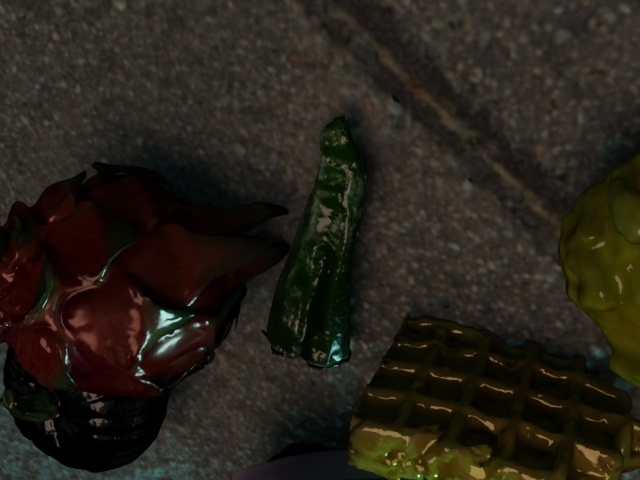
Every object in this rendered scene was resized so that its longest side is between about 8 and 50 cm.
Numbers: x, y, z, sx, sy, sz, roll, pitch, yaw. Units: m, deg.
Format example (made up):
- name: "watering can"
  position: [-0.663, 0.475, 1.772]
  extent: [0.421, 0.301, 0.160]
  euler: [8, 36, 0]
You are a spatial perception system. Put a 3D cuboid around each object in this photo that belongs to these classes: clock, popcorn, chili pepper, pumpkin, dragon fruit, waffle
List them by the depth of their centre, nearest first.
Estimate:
- name: "popcorn"
  position: [0.259, 0.015, 0.490]
  extent: [0.197, 0.155, 0.198]
  euler: [7, 103, 35]
- name: "waffle"
  position: [0.143, 0.137, 0.597]
  extent: [0.210, 0.160, 0.055]
  euler: [13, 120, 20]
- name: "dragon fruit"
  position: [-0.157, 0.034, 0.654]
  extent: [0.192, 0.273, 0.193]
  euler: [19, 107, 60]
- name: "chili pepper"
  position: [0.000, 0.000, 0.655]
  extent: [0.088, 0.059, 0.227]
  euler: [20, 121, 20]
- name: "clock"
  position: [-0.015, 0.247, 0.766]
  extent: [0.172, 0.064, 0.198]
  euler: [22, 131, -28]
- name: "pumpkin"
  position: [-0.240, 0.146, 0.797]
  extent: [0.194, 0.150, 0.194]
  euler: [21, 145, 16]

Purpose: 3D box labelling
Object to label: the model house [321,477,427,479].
- name: "model house"
  position: [0.083, 0.358, 0.741]
  extent: [0.357, 0.243, 0.313]
  euler: [-2, 158, -9]
